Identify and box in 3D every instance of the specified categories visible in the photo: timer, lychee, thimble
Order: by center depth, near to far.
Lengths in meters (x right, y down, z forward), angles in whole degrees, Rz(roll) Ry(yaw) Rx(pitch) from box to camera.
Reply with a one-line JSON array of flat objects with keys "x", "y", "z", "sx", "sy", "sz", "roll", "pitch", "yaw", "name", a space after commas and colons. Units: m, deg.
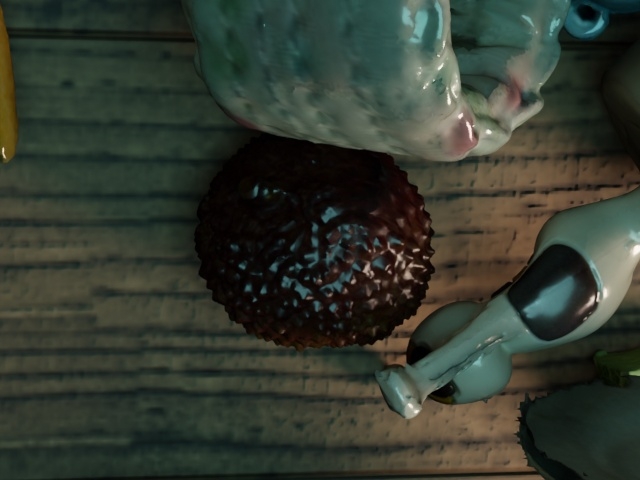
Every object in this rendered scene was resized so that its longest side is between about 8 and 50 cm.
[{"x": 0.030, "y": -0.145, "z": 0.935, "sx": 0.149, "sy": 0.185, "sz": 0.211, "roll": 12, "pitch": 124, "yaw": 27, "name": "thimble"}, {"x": 0.001, "y": 0.003, "z": 1.020, "sx": 0.123, "sy": 0.123, "sz": 0.129, "roll": -41, "pitch": 115, "yaw": -2, "name": "lychee"}, {"x": 0.145, "y": 0.008, "z": 1.033, "sx": 0.266, "sy": 0.175, "sz": 0.175, "roll": -35, "pitch": 108, "yaw": 2, "name": "timer"}]

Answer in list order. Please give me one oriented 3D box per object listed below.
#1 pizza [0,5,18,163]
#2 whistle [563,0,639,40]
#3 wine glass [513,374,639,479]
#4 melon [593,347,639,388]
[{"x": -0.277, "y": -0.169, "z": 0.939, "sx": 0.257, "sy": 0.087, "sz": 0.268, "roll": -1, "pitch": 100, "yaw": -16, "name": "pizza"}, {"x": 0.199, "y": -0.229, "z": 1.027, "sx": 0.186, "sy": 0.093, "sz": 0.274, "roll": 28, "pitch": 92, "yaw": 9, "name": "whistle"}, {"x": 0.168, "y": 0.252, "z": 1.053, "sx": 0.190, "sy": 0.190, "sz": 0.357, "roll": 2, "pitch": 111, "yaw": -13, "name": "wine glass"}, {"x": 0.255, "y": 0.145, "z": 1.157, "sx": 0.114, "sy": 0.053, "sz": 0.262, "roll": -45, "pitch": 113, "yaw": -19, "name": "melon"}]
